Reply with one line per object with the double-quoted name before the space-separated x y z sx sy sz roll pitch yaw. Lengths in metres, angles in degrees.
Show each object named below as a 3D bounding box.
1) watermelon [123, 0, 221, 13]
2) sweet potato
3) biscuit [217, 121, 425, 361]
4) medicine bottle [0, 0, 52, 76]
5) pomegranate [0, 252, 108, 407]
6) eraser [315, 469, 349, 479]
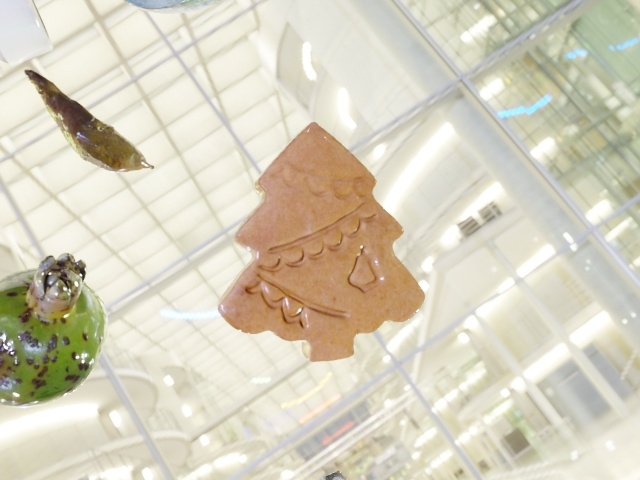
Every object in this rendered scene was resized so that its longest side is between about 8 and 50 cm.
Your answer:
"watermelon" -0.238 -0.494 1.352 0.148 0.318 0.226 -8 -60 -58
"sweet potato" -0.339 -0.157 1.130 0.068 0.226 0.068 -50 7 8
"biscuit" 0.000 0.000 1.020 0.284 0.306 0.043 -4 -2 -22
"medicine bottle" -0.458 -0.215 0.878 0.293 0.170 0.170 -26 -19 -9
"pomegranate" -0.378 0.112 1.077 0.202 0.202 0.248 -18 -30 -43
"eraser" -0.006 0.283 0.839 0.122 0.052 0.029 -3 -48 -50
